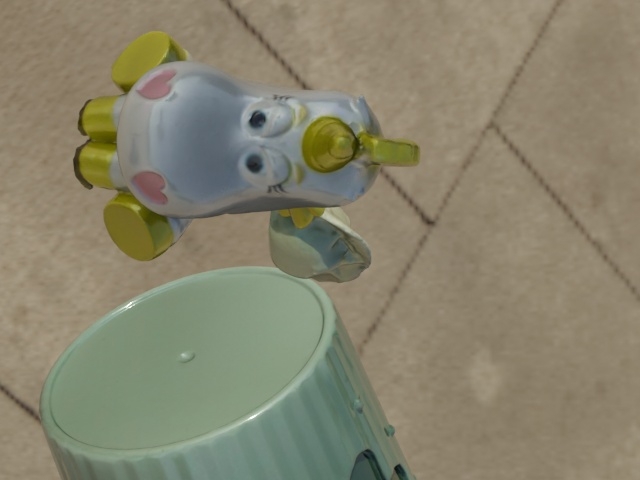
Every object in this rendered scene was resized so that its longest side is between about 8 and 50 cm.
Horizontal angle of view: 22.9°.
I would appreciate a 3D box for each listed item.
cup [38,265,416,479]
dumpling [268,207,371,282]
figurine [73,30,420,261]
[{"bbox_3d":[-0.055,0.275,1.343,0.401,0.310,0.392,-91,163,-59],"label":"cup"},{"bbox_3d":[0.001,0.000,0.862,0.043,0.059,0.077,-43,140,-43],"label":"dumpling"},{"bbox_3d":[-0.034,-0.043,0.713,0.129,0.178,0.109,11,82,-21],"label":"figurine"}]
